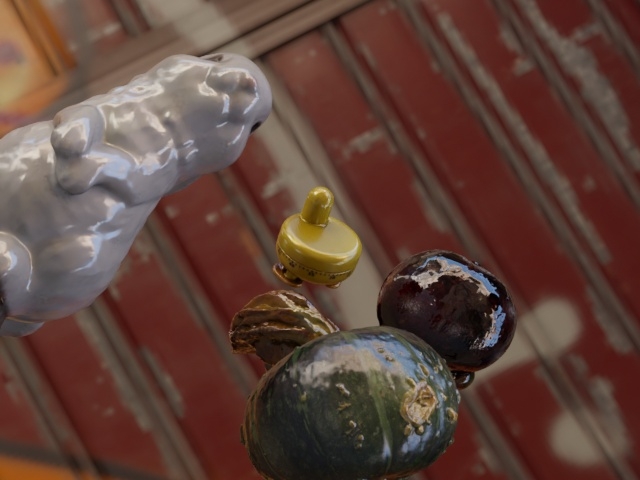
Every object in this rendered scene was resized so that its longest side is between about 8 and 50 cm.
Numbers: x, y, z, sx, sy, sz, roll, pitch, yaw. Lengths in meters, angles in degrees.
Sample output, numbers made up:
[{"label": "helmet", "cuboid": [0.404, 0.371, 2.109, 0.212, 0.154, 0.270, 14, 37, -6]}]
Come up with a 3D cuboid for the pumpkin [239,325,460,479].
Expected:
[{"label": "pumpkin", "cuboid": [0.028, 0.151, 1.509, 0.146, 0.190, 0.190, 56, -14, 8]}]

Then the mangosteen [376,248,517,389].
[{"label": "mangosteen", "cuboid": [0.129, 0.087, 1.849, 0.152, 0.152, 0.152, 56, -15, 23]}]

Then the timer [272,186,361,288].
[{"label": "timer", "cuboid": [0.000, 0.000, 2.158, 0.107, 0.107, 0.109, 50, -47, 40]}]

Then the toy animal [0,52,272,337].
[{"label": "toy animal", "cuboid": [-0.210, -0.060, 1.718, 0.194, 0.357, 0.258, 53, -19, 16]}]

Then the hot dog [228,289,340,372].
[{"label": "hot dog", "cuboid": [-0.024, 0.139, 2.052, 0.175, 0.114, 0.259, 50, 1, 14]}]
